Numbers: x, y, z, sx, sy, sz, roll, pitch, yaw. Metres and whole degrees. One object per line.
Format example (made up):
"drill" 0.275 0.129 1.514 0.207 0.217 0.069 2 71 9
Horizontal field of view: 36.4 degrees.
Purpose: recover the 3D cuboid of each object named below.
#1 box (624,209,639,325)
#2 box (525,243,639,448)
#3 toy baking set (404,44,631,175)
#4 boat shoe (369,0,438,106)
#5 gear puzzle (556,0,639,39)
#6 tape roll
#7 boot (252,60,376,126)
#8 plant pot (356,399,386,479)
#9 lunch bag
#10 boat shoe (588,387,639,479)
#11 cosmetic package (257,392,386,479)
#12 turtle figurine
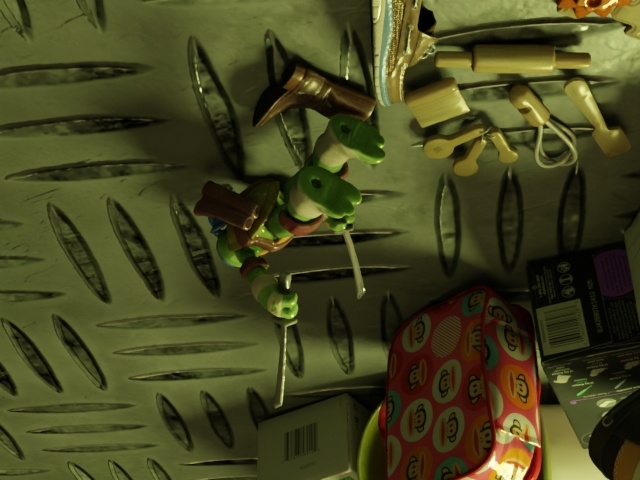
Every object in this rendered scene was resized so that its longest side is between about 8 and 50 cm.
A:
"box" 0.458 0.012 1.153 0.119 0.181 0.181 6 142 -3
"box" 0.393 0.154 1.352 0.143 0.165 0.270 -15 139 19
"toy baking set" 0.222 -0.145 1.085 0.256 0.030 0.196 -2 145 5
"boat shoe" 0.083 -0.207 0.973 0.066 0.066 0.183 -3 142 4
"gear puzzle" 0.323 -0.254 0.920 0.339 0.044 0.175 14 141 -16
"tape roll" 0.439 0.390 1.595 0.169 0.246 0.246 -1 142 3
"boot" -0.006 -0.143 1.088 0.114 0.037 0.106 19 142 -28
"plant pot" 0.236 0.389 1.617 0.275 0.274 0.293 -13 156 18
"lunch bag" 0.177 0.230 1.357 0.120 0.293 0.258 28 139 -28
"boat shoe" 0.551 0.190 1.236 0.500 0.156 0.186 -24 113 -21
"cosmetic package" 0.067 0.432 1.738 0.197 0.155 0.365 -24 135 25
"turtle figurine" 0.000 0.000 1.133 0.198 0.274 0.266 -22 164 -35
